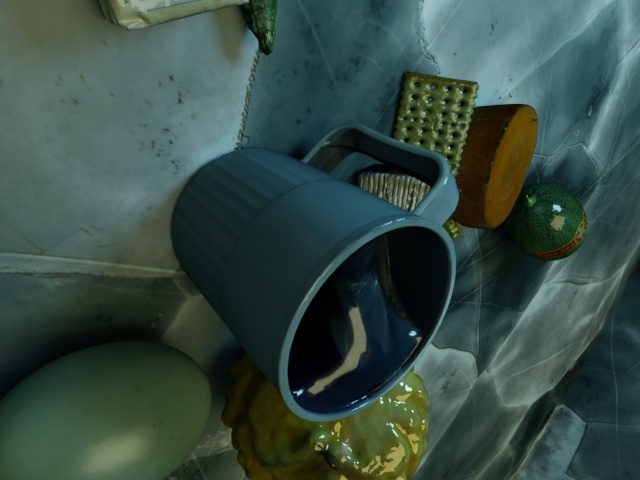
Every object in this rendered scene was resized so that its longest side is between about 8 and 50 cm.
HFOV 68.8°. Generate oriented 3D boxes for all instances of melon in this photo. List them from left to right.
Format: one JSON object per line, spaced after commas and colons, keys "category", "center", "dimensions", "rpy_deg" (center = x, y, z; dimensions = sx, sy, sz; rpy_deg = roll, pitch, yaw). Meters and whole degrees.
{"category": "melon", "center": [0.562, -0.048, 1.175], "dimensions": [0.288, 0.182, 0.182], "rpy_deg": [25, 97, -44]}

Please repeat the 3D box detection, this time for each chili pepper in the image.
{"category": "chili pepper", "center": [-0.076, -0.326, 0.533], "dimensions": [0.059, 0.088, 0.226], "rpy_deg": [-17, 129, -15]}
{"category": "chili pepper", "center": [0.248, -0.077, 0.980], "dimensions": [0.201, 0.052, 0.050], "rpy_deg": [56, 46, -43]}

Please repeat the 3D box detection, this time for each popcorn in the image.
{"category": "popcorn", "center": [0.008, 0.292, 0.830], "dimensions": [0.349, 0.349, 0.381], "rpy_deg": [-40, 170, -15]}

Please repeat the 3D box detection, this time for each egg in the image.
{"category": "egg", "center": [-0.279, 0.238, 0.612], "dimensions": [0.283, 0.203, 0.202], "rpy_deg": [-9, 120, -40]}

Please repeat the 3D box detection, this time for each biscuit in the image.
{"category": "biscuit", "center": [0.197, -0.177, 0.848], "dimensions": [0.139, 0.016, 0.231], "rpy_deg": [7, 115, -2]}

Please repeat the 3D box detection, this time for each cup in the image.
{"category": "cup", "center": [-0.016, 0.000, 0.615], "dimensions": [0.257, 0.311, 0.330], "rpy_deg": [8, 109, -43]}

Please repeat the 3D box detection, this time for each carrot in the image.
{"category": "carrot", "center": [0.364, -0.146, 0.977], "dimensions": [0.258, 0.100, 0.307], "rpy_deg": [-59, 140, -9]}

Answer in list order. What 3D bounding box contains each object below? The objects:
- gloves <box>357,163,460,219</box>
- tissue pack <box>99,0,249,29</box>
{"category": "gloves", "center": [0.116, 0.019, 0.843], "dimensions": [0.211, 0.135, 0.312], "rpy_deg": [7, 108, -10]}
{"category": "tissue pack", "center": [-0.164, -0.324, 0.450], "dimensions": [0.148, 0.092, 0.196], "rpy_deg": [-27, 131, -25]}
